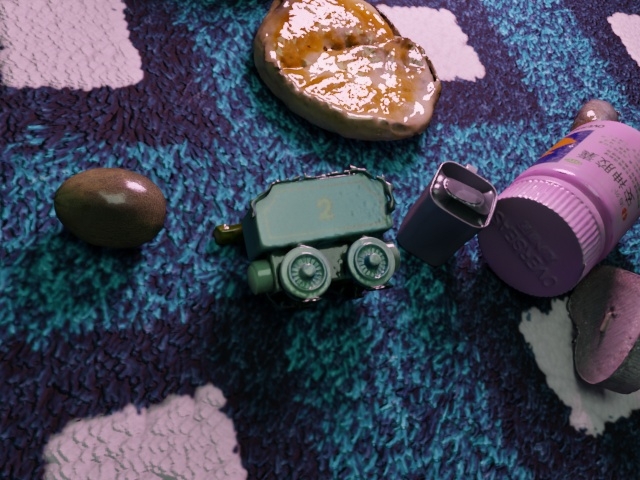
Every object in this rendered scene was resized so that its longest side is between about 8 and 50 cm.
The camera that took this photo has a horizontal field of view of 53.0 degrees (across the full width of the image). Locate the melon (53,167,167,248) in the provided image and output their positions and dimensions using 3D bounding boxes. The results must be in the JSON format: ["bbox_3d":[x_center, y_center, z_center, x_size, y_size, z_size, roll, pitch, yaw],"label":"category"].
[{"bbox_3d":[-0.252,-0.039,0.775,0.130,0.098,0.098,3,58,-17],"label":"melon"}]

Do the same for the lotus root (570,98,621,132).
[{"bbox_3d":[0.527,-0.226,1.223,0.088,0.088,0.165,39,43,5],"label":"lotus root"}]

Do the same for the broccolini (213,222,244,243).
[{"bbox_3d":[-0.040,-0.034,0.883,0.216,0.058,0.067,-9,63,-26],"label":"broccolini"}]

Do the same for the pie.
[{"bbox_3d":[0.051,-0.296,1.077,0.339,0.077,0.339,11,59,-19],"label":"pie"}]

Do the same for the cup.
[{"bbox_3d":[0.186,-0.048,0.938,0.095,0.129,0.128,30,53,-3],"label":"cup"}]

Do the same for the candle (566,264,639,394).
[{"bbox_3d":[0.437,0.113,0.918,0.068,0.168,0.192,21,55,-16],"label":"candle"}]

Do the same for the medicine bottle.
[{"bbox_3d":[0.390,-0.055,0.996,0.290,0.178,0.178,-34,76,-34],"label":"medicine bottle"}]

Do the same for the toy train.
[{"bbox_3d":[0.000,0.000,0.819,0.203,0.112,0.163,-9,79,-21],"label":"toy train"}]
